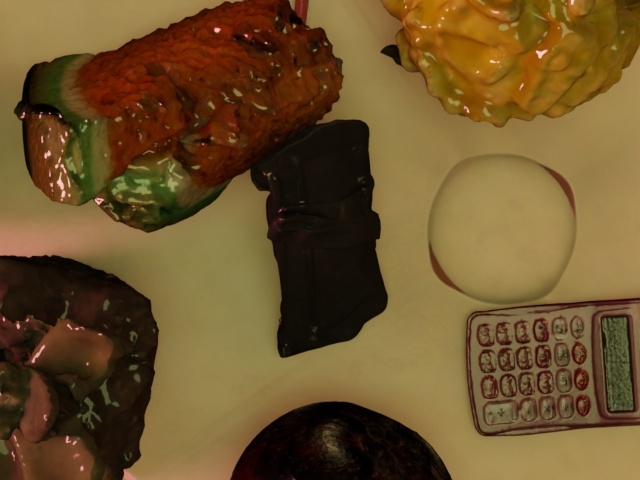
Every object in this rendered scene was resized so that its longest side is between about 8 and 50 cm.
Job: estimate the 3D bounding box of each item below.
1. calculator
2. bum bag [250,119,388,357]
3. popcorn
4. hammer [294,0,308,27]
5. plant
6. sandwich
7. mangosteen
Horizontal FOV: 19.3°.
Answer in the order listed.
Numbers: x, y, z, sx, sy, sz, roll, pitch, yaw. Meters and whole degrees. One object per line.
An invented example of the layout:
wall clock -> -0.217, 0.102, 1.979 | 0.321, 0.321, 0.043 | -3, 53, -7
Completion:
calculator -> 0.235, 0.120, 1.805 | 0.190, 0.034, 0.126 | -4, 96, 1
bum bag -> 0.000, 0.000, 1.716 | 0.123, 0.060, 0.248 | -26, 139, -24
popcorn -> 0.169, -0.218, 1.689 | 0.249, 0.249, 0.225 | 33, 121, -7
hammer -> -0.019, -0.199, 1.758 | 0.052, 0.031, 0.083 | 7, 84, -5
plant -> -0.251, 0.126, 1.625 | 0.213, 0.312, 0.215 | 11, 97, -2
sandwich -> -0.116, -0.105, 1.671 | 0.301, 0.250, 0.162 | -19, 113, -11
mangosteen -> 0.010, 0.255, 1.717 | 0.216, 0.216, 0.216 | 0, 95, -5
